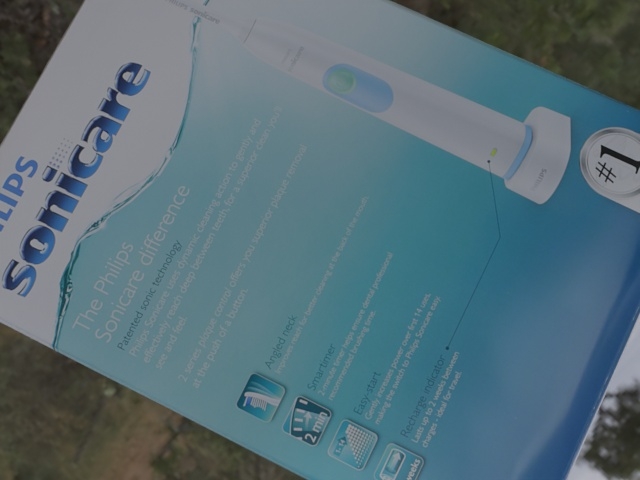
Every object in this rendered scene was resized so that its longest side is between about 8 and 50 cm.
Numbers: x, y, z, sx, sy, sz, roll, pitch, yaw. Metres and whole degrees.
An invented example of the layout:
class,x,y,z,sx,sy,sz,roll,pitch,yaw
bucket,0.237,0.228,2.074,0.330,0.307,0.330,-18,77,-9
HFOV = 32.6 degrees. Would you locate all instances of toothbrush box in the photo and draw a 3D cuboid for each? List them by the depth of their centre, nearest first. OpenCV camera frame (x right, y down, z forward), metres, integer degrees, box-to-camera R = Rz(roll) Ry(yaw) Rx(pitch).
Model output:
class,x,y,z,sx,sy,sz,roll,pitch,yaw
toothbrush box,0.000,0.000,0.540,0.126,0.295,0.216,86,30,-77
